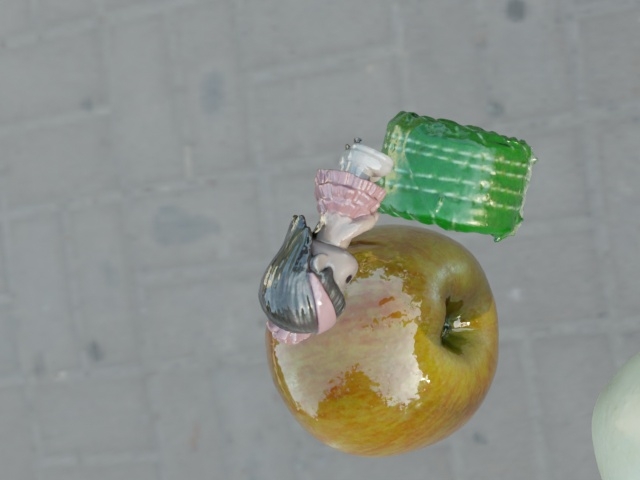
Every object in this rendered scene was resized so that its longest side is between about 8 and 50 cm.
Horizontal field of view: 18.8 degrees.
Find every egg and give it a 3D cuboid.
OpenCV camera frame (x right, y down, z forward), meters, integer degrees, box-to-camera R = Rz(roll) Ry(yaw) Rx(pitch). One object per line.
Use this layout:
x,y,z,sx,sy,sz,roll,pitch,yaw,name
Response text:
0.353,0.167,1.780,0.174,0.264,0.286,39,153,2,egg

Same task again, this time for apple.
0.080,0.108,2.173,0.264,0.264,0.264,4,96,36,apple

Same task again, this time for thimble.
0.110,-0.052,1.598,0.130,0.118,0.090,13,94,6,thimble

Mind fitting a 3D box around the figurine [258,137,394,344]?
0.000,0.000,1.192,0.129,0.054,0.072,-70,13,-13,figurine
